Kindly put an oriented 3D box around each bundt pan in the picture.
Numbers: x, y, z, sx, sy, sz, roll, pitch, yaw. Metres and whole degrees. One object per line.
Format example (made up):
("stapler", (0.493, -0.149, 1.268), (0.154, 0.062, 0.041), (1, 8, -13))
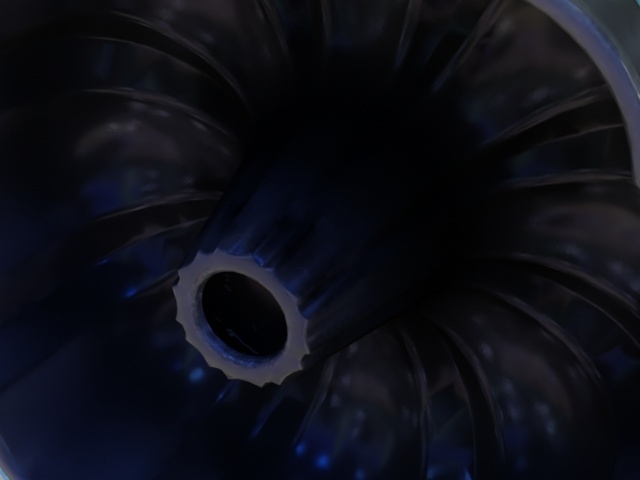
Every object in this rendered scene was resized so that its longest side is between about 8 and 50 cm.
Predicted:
("bundt pan", (0.000, 0.000, 0.469), (0.330, 0.331, 0.124), (16, 34, 23))

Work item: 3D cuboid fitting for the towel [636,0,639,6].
("towel", (0.181, -0.188, 0.391), (0.040, 0.271, 0.370), (20, -12, -3))

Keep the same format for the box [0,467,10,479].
("box", (-0.266, 0.275, 1.057), (0.233, 0.159, 0.044), (48, -3, 31))
